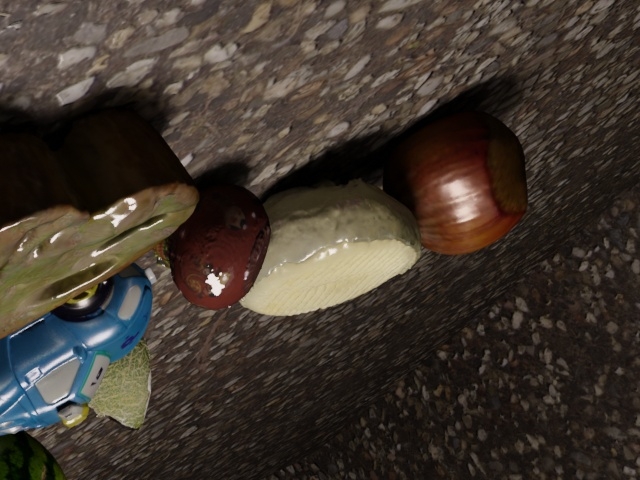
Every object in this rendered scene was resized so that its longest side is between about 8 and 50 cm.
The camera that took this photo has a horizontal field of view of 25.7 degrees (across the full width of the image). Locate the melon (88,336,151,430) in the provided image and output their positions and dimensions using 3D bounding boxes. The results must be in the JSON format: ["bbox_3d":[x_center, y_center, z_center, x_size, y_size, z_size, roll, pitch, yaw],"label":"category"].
[{"bbox_3d":[-0.310,0.188,2.059,0.139,0.093,0.202,-56,140,-15],"label":"melon"}]

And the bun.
[{"bbox_3d":[0.000,0.000,1.920,0.287,0.146,0.287,-16,160,-6],"label":"bun"}]

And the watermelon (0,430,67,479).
[{"bbox_3d":[-0.473,0.370,1.876,0.285,0.285,0.285,-30,166,-8],"label":"watermelon"}]

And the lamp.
[{"bbox_3d":[-0.135,0.005,1.691,0.156,0.135,0.157,-63,170,-57],"label":"lamp"}]

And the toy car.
[{"bbox_3d":[-0.323,0.141,1.678,0.314,0.166,0.198,-30,169,-10],"label":"toy car"}]

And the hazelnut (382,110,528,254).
[{"bbox_3d":[0.193,-0.090,1.990,0.186,0.210,0.210,-59,180,-29],"label":"hazelnut"}]

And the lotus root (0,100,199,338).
[{"bbox_3d":[-0.314,0.012,1.383,0.390,0.111,0.375,-23,168,-39],"label":"lotus root"}]
